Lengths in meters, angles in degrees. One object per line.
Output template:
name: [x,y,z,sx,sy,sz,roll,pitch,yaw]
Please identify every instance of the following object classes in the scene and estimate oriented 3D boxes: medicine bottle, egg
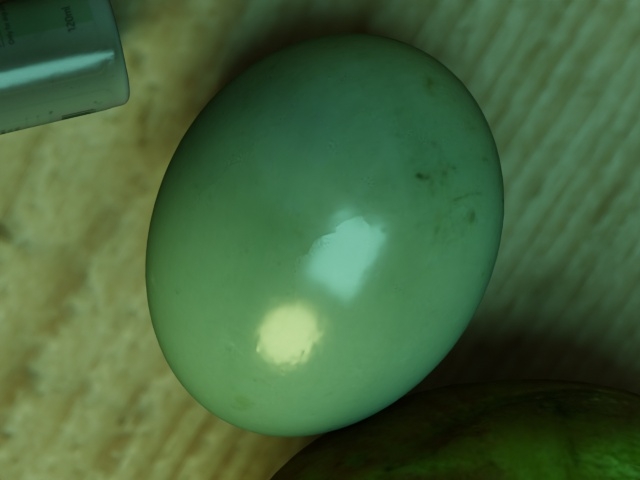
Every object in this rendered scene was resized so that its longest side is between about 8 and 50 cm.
medicine bottle: [-0.184,-0.063,0.807,0.199,0.057,0.058,-14,119,-10]
egg: [0.000,0.000,0.832,0.149,0.149,0.192,20,114,-20]

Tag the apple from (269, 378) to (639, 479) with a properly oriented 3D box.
apple: [0.092,0.238,0.875,0.339,0.339,0.339,-4,118,-8]
